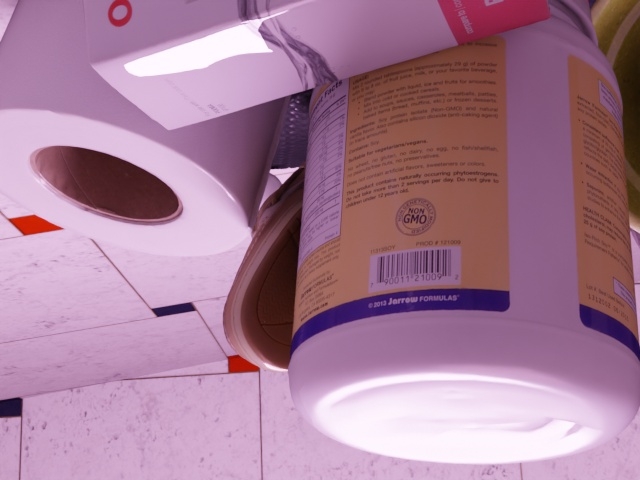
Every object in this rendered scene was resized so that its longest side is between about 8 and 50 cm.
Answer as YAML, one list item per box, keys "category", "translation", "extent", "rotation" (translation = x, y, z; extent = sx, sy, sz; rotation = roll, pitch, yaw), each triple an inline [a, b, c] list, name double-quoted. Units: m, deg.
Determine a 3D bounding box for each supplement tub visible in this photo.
- category: "supplement tub"
  translation: [0.105, -0.023, 0.763]
  extent: [0.241, 0.331, 0.241]
  rotation: [4, 154, 2]

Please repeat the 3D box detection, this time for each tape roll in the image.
- category: "tape roll"
  translation: [-0.156, -0.114, 0.875]
  extent: [0.246, 0.169, 0.246]
  rotation: [12, 156, 5]

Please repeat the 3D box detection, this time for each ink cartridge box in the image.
- category: "ink cartridge box"
  translation: [-0.014, -0.215, 0.678]
  extent: [0.283, 0.207, 0.117]
  rotation: [-14, 161, 14]

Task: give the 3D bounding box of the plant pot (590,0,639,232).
- category: "plant pot"
  translation: [0.392, -0.131, 0.933]
  extent: [0.276, 0.276, 0.254]
  rotation: [-19, 176, 30]

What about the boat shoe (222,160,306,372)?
- category: "boat shoe"
  translation: [0.000, 0.000, 0.916]
  extent: [0.110, 0.121, 0.341]
  rotation: [-14, -156, 37]

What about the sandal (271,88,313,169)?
- category: "sandal"
  translation: [0.001, -0.160, 1.115]
  extent: [0.168, 0.107, 0.446]
  rotation: [-7, 176, -14]

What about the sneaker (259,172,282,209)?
- category: "sneaker"
  translation: [-0.177, -0.075, 1.217]
  extent: [0.297, 0.111, 0.129]
  rotation: [7, 150, -24]

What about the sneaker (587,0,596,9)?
- category: "sneaker"
  translation: [0.184, -0.170, 1.135]
  extent: [0.148, 0.131, 0.350]
  rotation: [7, 153, -27]

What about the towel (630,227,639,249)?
- category: "towel"
  translation: [0.581, -0.081, 1.410]
  extent: [0.332, 0.053, 0.317]
  rotation: [-24, -162, 17]
